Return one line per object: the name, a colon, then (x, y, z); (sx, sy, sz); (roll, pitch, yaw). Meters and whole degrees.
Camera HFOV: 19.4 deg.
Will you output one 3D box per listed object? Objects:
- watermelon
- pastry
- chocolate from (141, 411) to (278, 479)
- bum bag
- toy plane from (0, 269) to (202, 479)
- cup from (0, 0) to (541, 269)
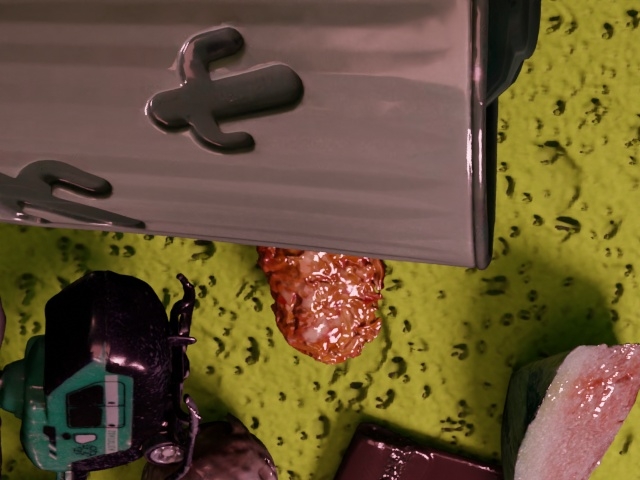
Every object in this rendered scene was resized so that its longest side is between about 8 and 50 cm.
watermelon: (0.170, 0.132, 1.338); (0.094, 0.081, 0.180); (17, 122, -17)
pastry: (-0.003, 0.000, 1.286); (0.087, 0.063, 0.169); (-5, 112, -5)
chocolate: (-0.076, 0.243, 1.387); (0.110, 0.110, 0.248); (-6, 112, 5)
bum bag: (0.082, 0.202, 1.403); (0.159, 0.026, 0.109); (17, 118, -8)
toy plane: (-0.167, 0.118, 1.272); (0.155, 0.106, 0.381); (2, 149, -8)
cup: (-0.070, -0.185, 1.066); (0.392, 0.310, 0.401); (1, 107, 6)
